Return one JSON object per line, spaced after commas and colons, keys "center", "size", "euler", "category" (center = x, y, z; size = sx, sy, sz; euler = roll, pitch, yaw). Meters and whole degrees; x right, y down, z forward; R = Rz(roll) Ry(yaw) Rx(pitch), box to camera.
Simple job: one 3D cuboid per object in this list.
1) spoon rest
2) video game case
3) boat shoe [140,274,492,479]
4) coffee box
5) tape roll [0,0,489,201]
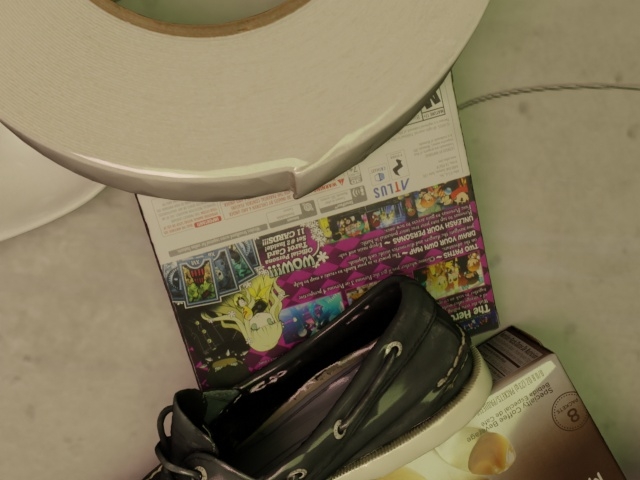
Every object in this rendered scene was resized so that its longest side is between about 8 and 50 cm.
{"center": [-0.241, -0.032, 0.637], "size": [0.137, 0.084, 0.276], "euler": [40, 91, -10], "category": "spoon rest"}
{"center": [0.000, 0.000, 0.671], "size": [0.232, 0.042, 0.210], "euler": [-17, 110, -5], "category": "video game case"}
{"center": [-0.051, 0.136, 0.618], "size": [0.340, 0.127, 0.113], "euler": [-29, 118, 0], "category": "boat shoe"}
{"center": [0.086, 0.192, 0.693], "size": [0.247, 0.098, 0.141], "euler": [-30, 99, -3], "category": "coffee box"}
{"center": [-0.075, -0.216, 0.598], "size": [0.392, 0.072, 0.391], "euler": [1, 81, -3], "category": "tape roll"}
